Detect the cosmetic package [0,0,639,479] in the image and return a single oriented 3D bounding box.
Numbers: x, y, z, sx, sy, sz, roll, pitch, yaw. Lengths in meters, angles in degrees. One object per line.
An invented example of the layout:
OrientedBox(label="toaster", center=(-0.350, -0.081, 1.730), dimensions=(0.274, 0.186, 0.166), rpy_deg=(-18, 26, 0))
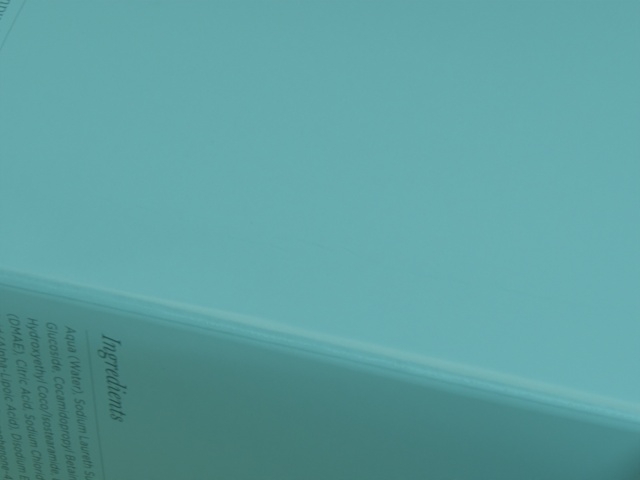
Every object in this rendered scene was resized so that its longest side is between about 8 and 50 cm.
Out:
OrientedBox(label="cosmetic package", center=(0.000, 0.000, 0.622), dimensions=(0.385, 0.156, 0.217), rpy_deg=(14, 49, 9))
